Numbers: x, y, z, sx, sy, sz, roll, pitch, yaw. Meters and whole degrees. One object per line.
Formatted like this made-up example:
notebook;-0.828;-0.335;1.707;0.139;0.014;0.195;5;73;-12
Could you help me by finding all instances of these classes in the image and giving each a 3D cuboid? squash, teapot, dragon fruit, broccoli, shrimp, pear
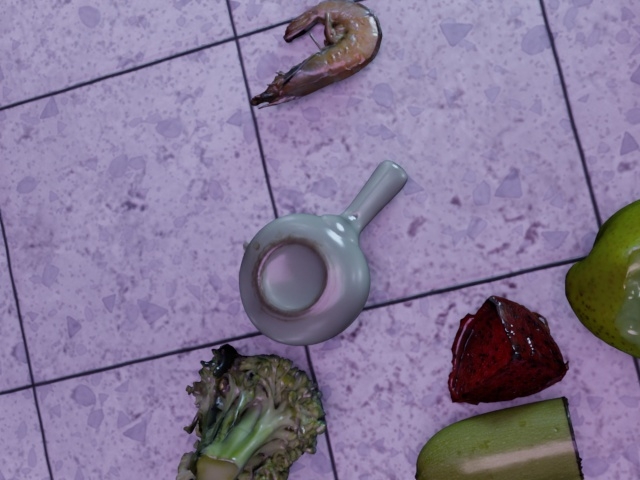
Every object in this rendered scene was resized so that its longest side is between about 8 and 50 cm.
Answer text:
squash;0.260;0.320;1.213;0.247;0.132;0.133;-13;85;11
teapot;0.023;0.029;1.264;0.318;0.149;0.220;-29;75;10
dragon fruit;0.276;0.181;1.249;0.127;0.121;0.161;26;125;-27
broccoli;-0.135;0.292;1.235;0.263;0.243;0.247;-23;96;15
shrimp;-0.017;-0.307;1.343;0.251;0.052;0.144;-29;72;1
pear;0.479;0.057;1.139;0.292;0.159;0.292;7;106;26
